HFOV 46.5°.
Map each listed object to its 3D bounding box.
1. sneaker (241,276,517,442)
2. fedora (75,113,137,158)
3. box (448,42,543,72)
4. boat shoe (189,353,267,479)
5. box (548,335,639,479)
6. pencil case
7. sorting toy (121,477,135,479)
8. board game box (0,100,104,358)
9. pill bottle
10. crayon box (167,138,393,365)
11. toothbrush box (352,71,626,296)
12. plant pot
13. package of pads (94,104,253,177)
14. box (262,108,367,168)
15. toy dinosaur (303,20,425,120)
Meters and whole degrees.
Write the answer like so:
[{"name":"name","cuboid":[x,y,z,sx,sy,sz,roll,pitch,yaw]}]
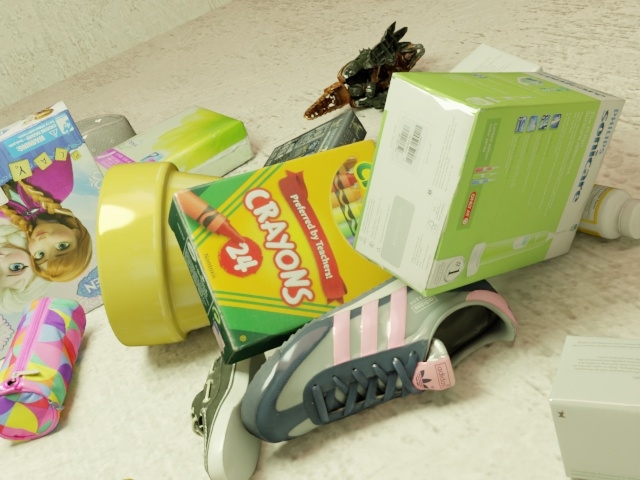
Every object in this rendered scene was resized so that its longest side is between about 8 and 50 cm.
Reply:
[{"name":"sneaker","cuboid":[0.069,0.129,0.804,0.319,0.112,0.131,-32,37,-17]},{"name":"fedora","cuboid":[-0.535,-0.210,1.738,0.276,0.124,0.244,-28,30,-12]},{"name":"box","cuboid":[0.222,-0.136,1.024,0.182,0.181,0.119,-41,42,-6]},{"name":"boat shoe","cuboid":[-0.108,0.199,0.846,0.070,0.077,0.219,-15,22,11]},{"name":"box","cuboid":[0.265,0.149,0.653,0.101,0.101,0.087,-1,34,31]},{"name":"pencil case","cuboid":[-0.395,0.172,1.049,0.105,0.104,0.236,-20,29,3]},{"name":"sorting toy","cuboid":[-0.278,0.301,0.734,0.366,0.126,0.127,-14,31,12]},{"name":"board game box","cuboid":[-0.468,-0.004,1.164,0.319,0.317,0.066,-30,31,-13]},{"name":"pill bottle","cuboid":[0.351,-0.037,0.939,0.065,0.065,0.116,-36,33,-24]},{"name":"crayon box","cuboid":[0.000,0.000,0.913,0.319,0.202,0.081,-19,-16,-22]},{"name":"toothbrush box","cuboid":[0.193,-0.076,0.844,0.283,0.206,0.122,-11,34,-39]},{"name":"plant pot","cuboid":[-0.157,0.014,1.031,0.239,0.253,0.254,-3,31,0]},{"name":"package of pads","cuboid":[-0.317,-0.166,1.550,0.297,0.101,0.229,-33,33,-20]},{"name":"box","cuboid":[-0.029,-0.120,1.289,0.183,0.059,0.232,-23,26,30]},{"name":"toy dinosaur","cuboid":[0.106,-0.322,1.532,0.322,0.164,0.218,-55,25,-18]}]
